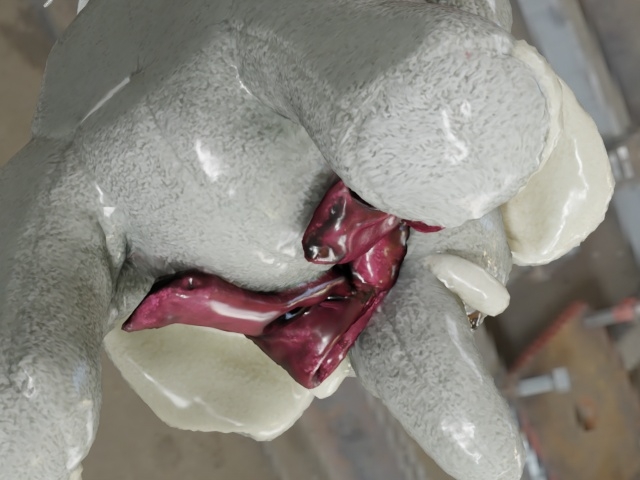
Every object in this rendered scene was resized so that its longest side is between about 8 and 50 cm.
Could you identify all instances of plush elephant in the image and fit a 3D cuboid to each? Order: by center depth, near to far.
[{"bbox_3d":[0.000,0.000,0.806,0.255,0.272,0.330,41,16,-34],"label":"plush elephant"}]
